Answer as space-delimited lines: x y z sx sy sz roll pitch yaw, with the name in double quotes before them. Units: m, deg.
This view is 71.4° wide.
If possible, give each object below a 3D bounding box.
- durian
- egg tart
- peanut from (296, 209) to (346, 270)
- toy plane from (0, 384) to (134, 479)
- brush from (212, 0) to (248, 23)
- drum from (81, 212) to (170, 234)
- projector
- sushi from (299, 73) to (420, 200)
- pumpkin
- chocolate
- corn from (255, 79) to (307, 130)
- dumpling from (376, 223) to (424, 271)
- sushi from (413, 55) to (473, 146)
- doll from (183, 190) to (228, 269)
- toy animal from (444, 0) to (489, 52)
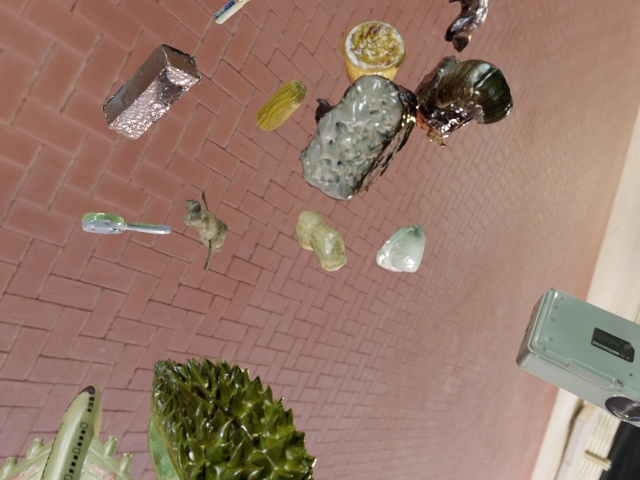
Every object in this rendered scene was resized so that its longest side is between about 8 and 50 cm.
"durian" -0.133 0.291 0.598 0.163 0.394 0.198 -15 128 -40
"egg tart" 0.156 -0.562 1.396 0.202 0.202 0.147 -50 170 -17
"peanut" 0.000 0.000 1.006 0.082 0.187 0.082 -23 137 -23
"toy plane" -0.312 0.291 0.542 0.229 0.244 0.092 1 124 -6
"brush" -0.230 -0.680 1.266 0.178 0.030 0.033 -30 177 16
"drum" -0.617 -0.043 1.405 0.253 0.130 0.049 11 77 -51
"projector" 0.560 0.229 0.911 0.192 0.256 0.099 -50 157 -35
"sushi" 0.093 -0.273 1.174 0.348 0.234 0.207 -50 167 25
"pumpkin" 0.348 -0.354 1.020 0.119 0.183 0.108 -49 144 -8
"chocolate" -0.504 -0.438 1.311 0.321 0.112 0.112 -32 160 22
"corn" -0.115 -0.399 1.320 0.080 0.231 0.080 13 68 -33
"dumpling" 0.261 0.033 1.464 0.105 0.149 0.217 -76 168 -45
"sushi" 0.378 -0.421 1.349 0.182 0.196 0.343 -51 -176 41
"doll" -0.311 -0.053 1.203 0.091 0.203 0.286 -18 145 -6
"toy animal" 0.432 -0.633 1.287 0.218 0.116 0.179 -54 146 -24
